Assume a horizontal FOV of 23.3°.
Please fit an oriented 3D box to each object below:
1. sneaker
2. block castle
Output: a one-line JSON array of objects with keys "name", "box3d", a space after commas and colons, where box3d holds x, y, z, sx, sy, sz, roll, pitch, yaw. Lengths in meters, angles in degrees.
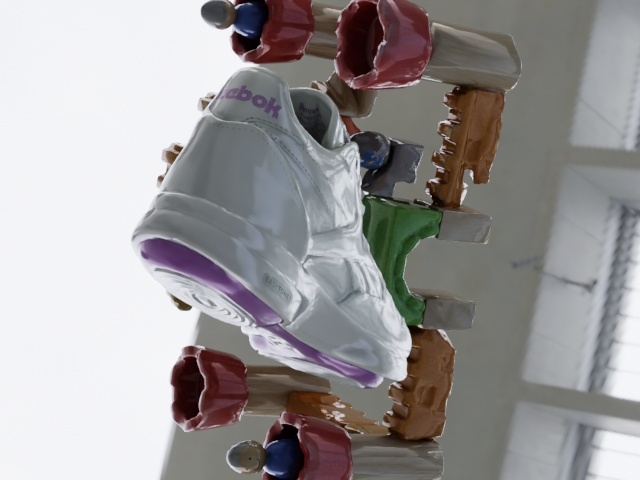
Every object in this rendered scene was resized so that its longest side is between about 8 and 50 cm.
[{"name": "sneaker", "box3d": [0.000, 0.000, 0.954, 0.114, 0.305, 0.152, 15, -103, 23]}, {"name": "block castle", "box3d": [-0.011, -0.009, 1.435, 0.303, 0.212, 0.453, 25, -73, 59]}]
